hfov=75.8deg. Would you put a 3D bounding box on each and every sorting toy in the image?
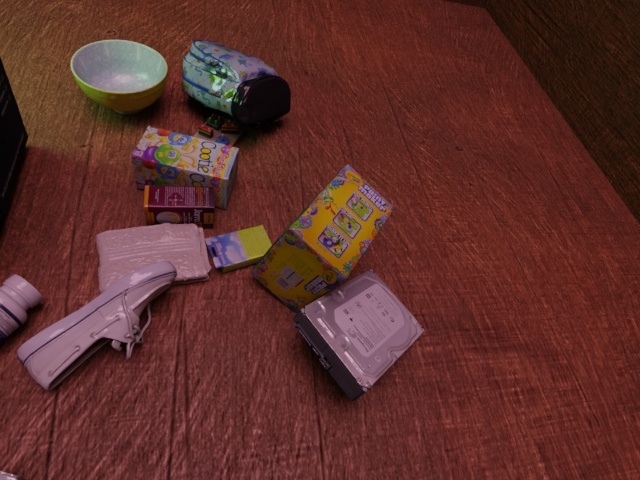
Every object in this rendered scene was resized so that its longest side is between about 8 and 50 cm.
[{"bbox_3d":[-0.354,-0.393,1.455,0.132,0.046,0.275,23,52,1],"label":"sorting toy"}]

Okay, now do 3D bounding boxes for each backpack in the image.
[{"bbox_3d":[-0.323,-0.559,1.460,0.355,0.274,0.290,17,32,28],"label":"backpack"}]

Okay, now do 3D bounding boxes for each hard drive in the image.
[{"bbox_3d":[0.110,0.219,1.057,0.237,0.064,0.338,50,37,15],"label":"hard drive"}]

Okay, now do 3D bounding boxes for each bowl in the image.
[{"bbox_3d":[-0.662,-0.526,1.392,0.288,0.156,0.290,7,53,-10],"label":"bowl"}]

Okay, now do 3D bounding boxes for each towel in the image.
[{"bbox_3d":[-0.448,0.044,1.112,0.281,0.049,0.187,-8,57,-21],"label":"towel"}]

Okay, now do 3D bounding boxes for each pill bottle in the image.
[{"bbox_3d":[-0.723,0.168,0.903,0.111,0.112,0.187,31,52,7],"label":"pill bottle"}]

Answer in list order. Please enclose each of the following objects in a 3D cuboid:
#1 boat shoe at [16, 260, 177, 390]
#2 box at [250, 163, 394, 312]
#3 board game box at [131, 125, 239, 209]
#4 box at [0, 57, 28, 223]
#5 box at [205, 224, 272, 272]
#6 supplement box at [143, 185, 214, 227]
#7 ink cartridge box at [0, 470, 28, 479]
[{"bbox_3d":[-0.465,0.202,0.936,0.367,0.136,0.157,-36,81,-25],"label":"boat shoe"},{"bbox_3d":[0.000,0.000,1.098,0.177,0.290,0.279,42,54,-4],"label":"box"},{"bbox_3d":[-0.403,-0.220,1.255,0.274,0.142,0.145,13,53,-6],"label":"board game box"},{"bbox_3d":[-0.898,-0.258,0.883,0.296,0.472,0.481,0,54,-18],"label":"box"},{"bbox_3d":[-0.232,0.024,1.191,0.178,0.042,0.109,-15,61,-26],"label":"box"},{"bbox_3d":[-0.404,-0.095,1.189,0.187,0.104,0.081,-1,56,-16],"label":"supplement box"},{"bbox_3d":[-0.638,0.503,0.702,0.152,0.087,0.209,18,53,-3],"label":"ink cartridge box"}]
